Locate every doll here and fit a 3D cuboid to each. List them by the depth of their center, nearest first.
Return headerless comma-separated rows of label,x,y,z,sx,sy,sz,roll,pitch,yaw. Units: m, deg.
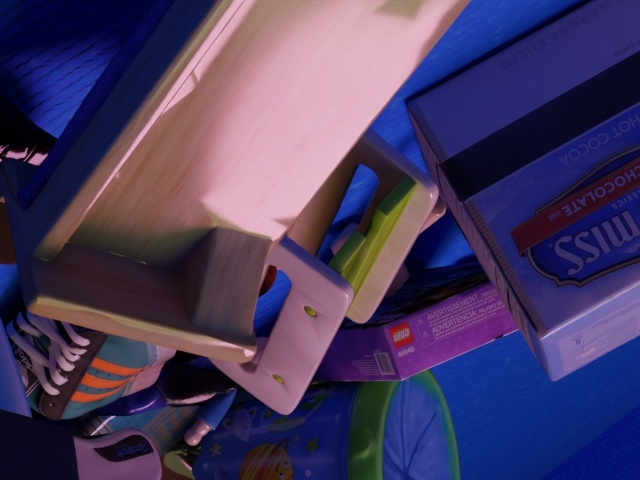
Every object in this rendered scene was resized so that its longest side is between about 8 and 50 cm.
doll,-0.126,0.119,1.576,0.189,0.129,0.046,-9,169,-14

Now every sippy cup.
sippy cup,0.001,0.244,1.807,0.224,0.240,0.305,-7,180,23

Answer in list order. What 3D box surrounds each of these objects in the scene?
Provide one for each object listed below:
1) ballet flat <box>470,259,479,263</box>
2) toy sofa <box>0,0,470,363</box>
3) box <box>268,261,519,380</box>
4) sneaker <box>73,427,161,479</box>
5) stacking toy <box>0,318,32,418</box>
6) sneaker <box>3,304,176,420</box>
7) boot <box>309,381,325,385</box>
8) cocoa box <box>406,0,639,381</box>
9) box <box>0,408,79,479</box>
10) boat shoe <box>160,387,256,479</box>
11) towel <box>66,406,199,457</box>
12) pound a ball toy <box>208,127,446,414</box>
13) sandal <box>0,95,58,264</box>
ballet flat,0.146,0.073,1.948,0.232,0.080,0.073,-27,163,-7
toy sofa,-0.030,-0.118,0.954,0.150,0.177,0.362,16,128,-34
box,0.093,0.077,1.738,0.201,0.057,0.293,-21,-176,-23
sneaker,-0.238,0.209,1.482,0.121,0.079,0.217,-26,162,25
stacking toy,-0.300,0.126,1.330,0.175,0.165,0.302,-17,177,-6
sneaker,-0.191,0.081,1.382,0.121,0.108,0.302,-28,165,-17
boot,0.051,0.155,2.038,0.219,0.082,0.106,-6,155,-48
cocoa box,0.282,-0.071,1.479,0.347,0.228,0.231,-29,164,2
box,-0.369,0.254,1.056,0.293,0.212,0.395,23,133,-38
boat shoe,-0.139,0.229,1.924,0.257,0.095,0.095,-14,158,-39
towel,-0.240,0.227,1.702,0.370,0.040,0.271,-40,166,-12
pound a ball toy,0.000,0.000,1.472,0.208,0.136,0.319,-49,173,-26
sandal,-0.210,-0.053,1.057,0.090,0.060,0.219,-39,148,9
